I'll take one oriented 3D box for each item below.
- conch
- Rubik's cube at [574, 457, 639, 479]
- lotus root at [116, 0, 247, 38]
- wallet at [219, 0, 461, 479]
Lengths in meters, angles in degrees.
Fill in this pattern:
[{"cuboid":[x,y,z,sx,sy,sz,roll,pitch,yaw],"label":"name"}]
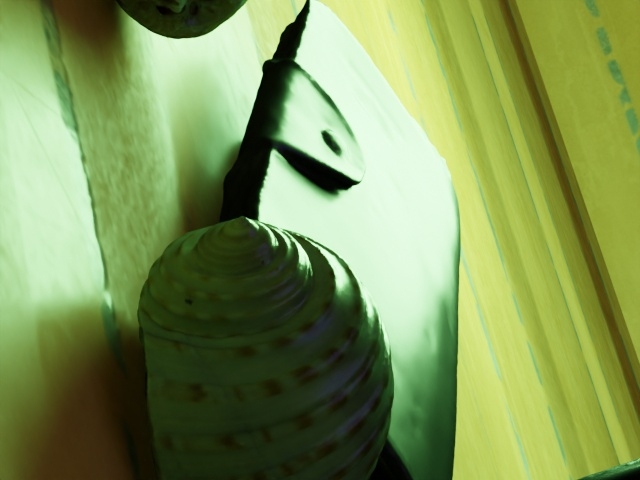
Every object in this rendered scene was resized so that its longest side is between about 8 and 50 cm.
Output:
[{"cuboid":[-0.021,0.066,0.724,0.153,0.102,0.135,65,29,-17],"label":"conch"},{"cuboid":[0.194,0.254,0.932,0.250,0.246,0.248,34,36,-66],"label":"Rubik's cube"},{"cuboid":[-0.080,-0.189,0.895,0.113,0.088,0.192,77,1,-53],"label":"lotus root"},{"cuboid":[0.021,-0.001,0.974,0.197,0.051,0.377,56,20,-20],"label":"wallet"}]
